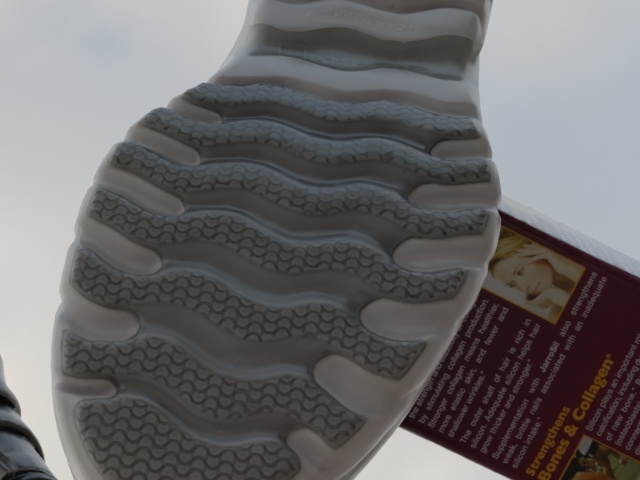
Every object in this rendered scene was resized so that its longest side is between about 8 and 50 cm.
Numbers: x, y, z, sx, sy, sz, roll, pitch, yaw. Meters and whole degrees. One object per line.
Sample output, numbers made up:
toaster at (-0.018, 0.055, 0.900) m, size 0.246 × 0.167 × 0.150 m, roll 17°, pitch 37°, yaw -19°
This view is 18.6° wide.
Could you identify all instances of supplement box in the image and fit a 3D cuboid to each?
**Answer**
supplement box at (0.113, 0.055, 0.859) m, size 0.188 × 0.081 × 0.104 m, roll 26°, pitch -81°, yaw -5°

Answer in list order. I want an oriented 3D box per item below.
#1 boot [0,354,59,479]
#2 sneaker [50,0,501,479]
boot at (-0.200, 0.067, 1.058) m, size 0.118 × 0.222 × 0.338 m, roll -24°, pitch -42°, yaw -19°
sneaker at (0.000, 0.000, 0.577) m, size 0.281 × 0.105 × 0.115 m, roll -66°, pitch -11°, yaw -50°
